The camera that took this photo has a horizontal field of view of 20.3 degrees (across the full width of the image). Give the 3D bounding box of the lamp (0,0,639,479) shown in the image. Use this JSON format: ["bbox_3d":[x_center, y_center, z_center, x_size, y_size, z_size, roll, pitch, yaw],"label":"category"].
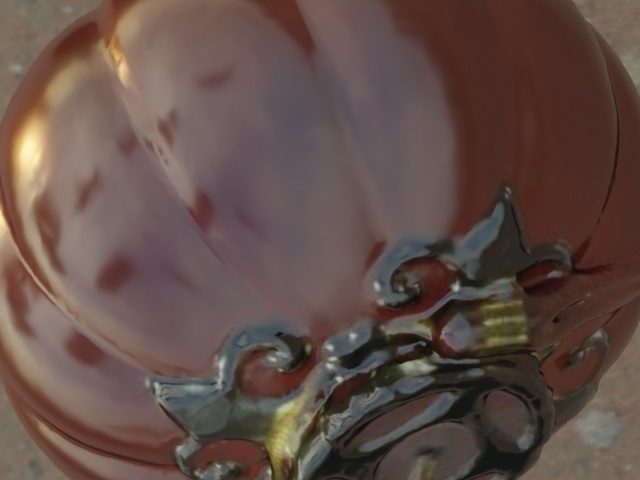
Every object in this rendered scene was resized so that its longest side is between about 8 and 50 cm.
[{"bbox_3d":[0.000,0.000,0.779,0.303,0.303,0.257,-52,43,28],"label":"lamp"}]
